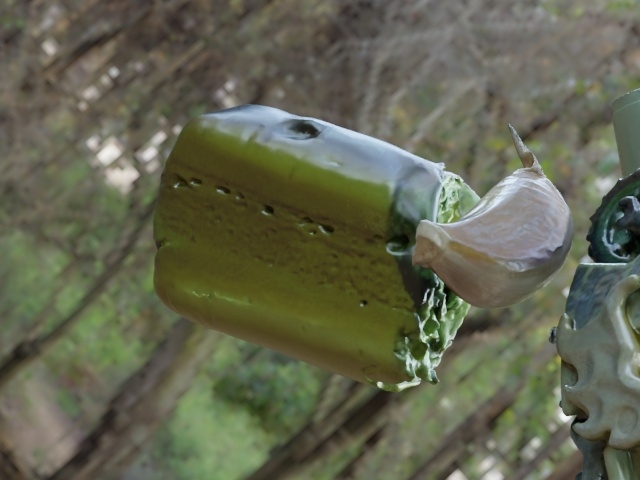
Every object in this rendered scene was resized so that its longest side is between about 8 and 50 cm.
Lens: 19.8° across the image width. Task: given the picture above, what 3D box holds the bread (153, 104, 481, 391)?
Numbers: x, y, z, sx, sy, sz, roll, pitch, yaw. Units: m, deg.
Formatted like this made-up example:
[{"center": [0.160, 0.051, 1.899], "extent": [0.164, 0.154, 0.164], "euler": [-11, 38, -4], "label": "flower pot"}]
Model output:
[{"center": [0.000, 0.000, 1.939], "extent": [0.376, 0.251, 0.208], "euler": [17, 7, 31], "label": "bread"}]

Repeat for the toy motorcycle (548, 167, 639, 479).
[{"center": [0.321, 0.110, 1.650], "extent": [0.169, 0.410, 0.237], "euler": [23, -24, -31], "label": "toy motorcycle"}]

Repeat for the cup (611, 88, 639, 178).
[{"center": [0.360, -0.088, 1.931], "extent": [0.120, 0.120, 0.141], "euler": [84, -8, -76], "label": "cup"}]

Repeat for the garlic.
[{"center": [0.179, -0.017, 1.735], "extent": [0.128, 0.198, 0.090], "euler": [43, -36, 0], "label": "garlic"}]
